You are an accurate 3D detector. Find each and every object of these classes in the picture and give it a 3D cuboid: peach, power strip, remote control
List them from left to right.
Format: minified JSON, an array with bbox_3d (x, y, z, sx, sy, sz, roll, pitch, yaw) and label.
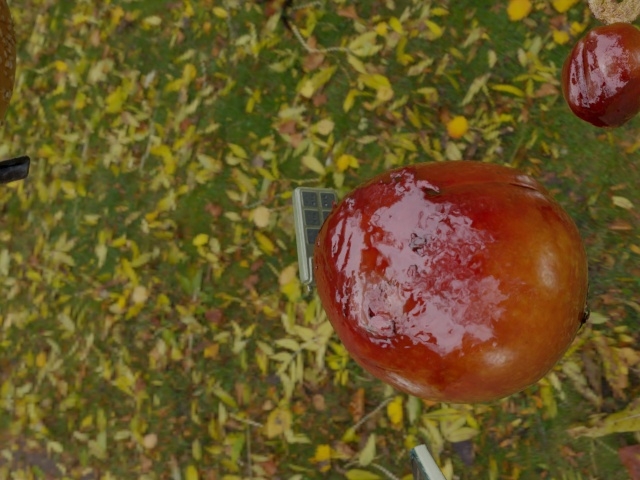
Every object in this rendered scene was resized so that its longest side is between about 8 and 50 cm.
[{"bbox_3d":[-0.430,-0.089,1.147,0.014,0.096,0.039,35,121,23],"label":"remote control"},{"bbox_3d":[0.000,0.000,1.291,0.028,0.076,0.169,-34,59,56],"label":"power strip"},{"bbox_3d":[0.174,0.045,1.154,0.370,0.370,0.370,-8,77,39],"label":"peach"},{"bbox_3d":[0.302,-0.169,0.889,0.100,0.100,0.101,-8,77,39],"label":"peach"}]

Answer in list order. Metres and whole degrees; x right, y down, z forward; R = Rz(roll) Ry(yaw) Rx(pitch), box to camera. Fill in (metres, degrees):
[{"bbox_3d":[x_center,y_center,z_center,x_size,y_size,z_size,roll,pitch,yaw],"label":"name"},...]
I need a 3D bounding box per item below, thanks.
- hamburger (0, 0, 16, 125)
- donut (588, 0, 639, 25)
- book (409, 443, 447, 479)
[{"bbox_3d":[-0.383,-0.148,0.761,0.151,0.227,0.295,-7,47,19],"label":"hamburger"},{"bbox_3d":[0.540,-0.439,1.546,0.108,0.043,0.097,-34,101,18],"label":"donut"},{"bbox_3d":[0.201,0.457,1.009,0.379,0.031,0.264,-124,21,-53],"label":"book"}]
